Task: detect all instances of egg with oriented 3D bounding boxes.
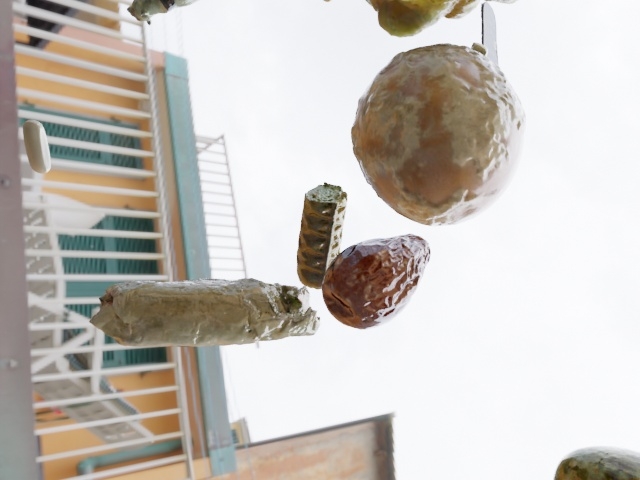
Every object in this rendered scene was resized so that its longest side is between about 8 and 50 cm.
[{"bbox_3d":[0.132,-0.117,0.776,0.195,0.195,0.233,-32,-136,39],"label":"egg"},{"bbox_3d":[0.554,0.494,1.238,0.290,0.238,0.238,35,-67,20],"label":"egg"}]

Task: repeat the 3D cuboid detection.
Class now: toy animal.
[{"bbox_3d":[-0.334,-0.569,1.548,0.225,0.094,0.121,-27,-101,-4],"label":"toy animal"}]

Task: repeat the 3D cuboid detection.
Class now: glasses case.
[{"bbox_3d":[-0.423,-0.139,1.033,0.032,0.021,0.083,12,-58,18],"label":"glasses case"}]

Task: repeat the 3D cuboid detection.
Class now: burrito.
[{"bbox_3d":[-0.094,0.059,0.577,0.045,0.189,0.058,111,-25,-56],"label":"burrito"}]

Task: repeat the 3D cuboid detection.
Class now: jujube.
[{"bbox_3d":[0.114,0.070,1.338,0.168,0.236,0.168,35,-36,31],"label":"jujube"}]

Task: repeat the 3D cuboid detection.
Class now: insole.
[{"bbox_3d":[0.389,-0.401,1.557,0.012,0.110,0.309,-14,-117,36],"label":"insole"}]

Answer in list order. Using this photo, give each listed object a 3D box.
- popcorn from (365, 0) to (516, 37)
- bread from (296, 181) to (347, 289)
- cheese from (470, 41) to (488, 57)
[{"bbox_3d":[0.177,-0.417,0.922,0.321,0.326,0.289,4,-116,39],"label":"popcorn"},{"bbox_3d":[0.001,0.000,1.571,0.087,0.098,0.269,30,-49,30],"label":"bread"},{"bbox_3d":[0.308,-0.327,1.480,0.044,0.065,0.193,21,-88,9],"label":"cheese"}]
